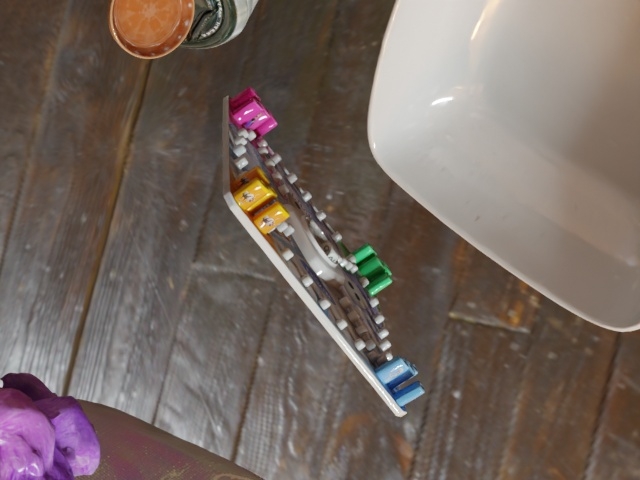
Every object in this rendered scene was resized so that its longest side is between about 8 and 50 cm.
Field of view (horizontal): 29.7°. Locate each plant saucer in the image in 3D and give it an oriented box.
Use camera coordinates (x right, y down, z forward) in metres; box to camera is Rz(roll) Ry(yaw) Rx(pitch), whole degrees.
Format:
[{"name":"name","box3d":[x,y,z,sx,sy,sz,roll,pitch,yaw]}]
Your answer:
[{"name":"plant saucer","box3d":[-0.149,-0.201,1.052,0.083,0.013,0.083,-18,121,-32]}]

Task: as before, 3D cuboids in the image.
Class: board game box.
[{"name":"board game box","box3d":[0.000,0.000,1.656,0.050,0.390,0.390,-34,113,11]}]

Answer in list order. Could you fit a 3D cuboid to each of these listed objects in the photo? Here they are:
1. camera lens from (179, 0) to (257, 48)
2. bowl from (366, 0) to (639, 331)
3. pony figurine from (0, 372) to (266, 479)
[{"name":"camera lens","box3d":[-0.165,-0.422,1.685,0.219,0.219,0.274,30,57,-10]},{"name":"bowl","box3d":[0.093,-0.050,0.437,0.142,0.142,0.053,38,51,18]},{"name":"pony figurine","box3d":[-0.186,0.093,0.404,0.351,0.363,0.303,27,51,21]}]
